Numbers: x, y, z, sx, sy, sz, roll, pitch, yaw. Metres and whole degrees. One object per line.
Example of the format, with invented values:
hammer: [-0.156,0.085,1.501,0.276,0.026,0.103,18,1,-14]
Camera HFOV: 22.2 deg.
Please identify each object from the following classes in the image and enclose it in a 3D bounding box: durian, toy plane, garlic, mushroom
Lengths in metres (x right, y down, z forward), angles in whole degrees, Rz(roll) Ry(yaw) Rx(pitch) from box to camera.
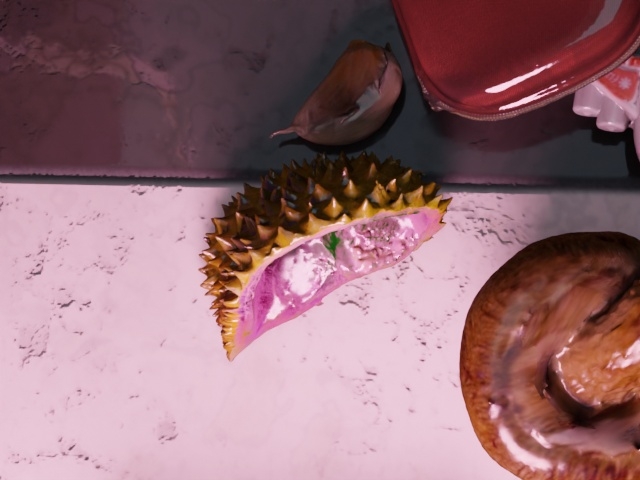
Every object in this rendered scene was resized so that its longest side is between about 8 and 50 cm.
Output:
durian: [-0.006,-0.013,1.612,0.260,0.186,0.154,-29,88,-11]
toy plane: [0.368,-0.171,1.599,0.252,0.118,0.252,-2,82,12]
garlic: [0.031,-0.138,1.666,0.084,0.066,0.152,33,84,35]
mushroom: [0.280,0.106,1.543,0.283,0.195,0.263,-35,90,18]

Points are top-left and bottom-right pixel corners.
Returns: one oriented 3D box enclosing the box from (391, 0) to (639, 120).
box: [0.172,-0.320,1.603,0.263,0.108,0.404,-23,73,20]
